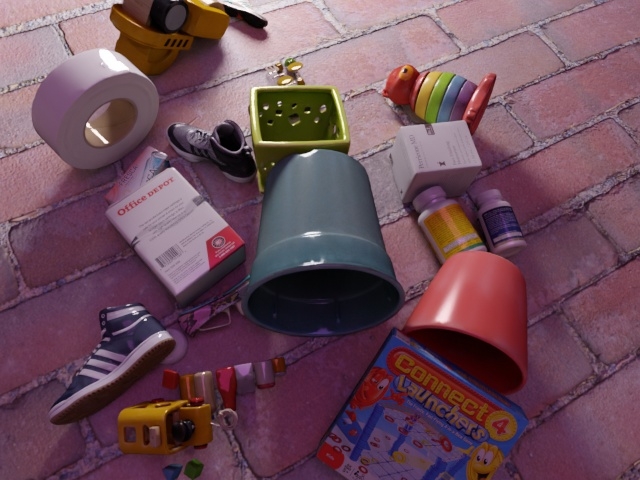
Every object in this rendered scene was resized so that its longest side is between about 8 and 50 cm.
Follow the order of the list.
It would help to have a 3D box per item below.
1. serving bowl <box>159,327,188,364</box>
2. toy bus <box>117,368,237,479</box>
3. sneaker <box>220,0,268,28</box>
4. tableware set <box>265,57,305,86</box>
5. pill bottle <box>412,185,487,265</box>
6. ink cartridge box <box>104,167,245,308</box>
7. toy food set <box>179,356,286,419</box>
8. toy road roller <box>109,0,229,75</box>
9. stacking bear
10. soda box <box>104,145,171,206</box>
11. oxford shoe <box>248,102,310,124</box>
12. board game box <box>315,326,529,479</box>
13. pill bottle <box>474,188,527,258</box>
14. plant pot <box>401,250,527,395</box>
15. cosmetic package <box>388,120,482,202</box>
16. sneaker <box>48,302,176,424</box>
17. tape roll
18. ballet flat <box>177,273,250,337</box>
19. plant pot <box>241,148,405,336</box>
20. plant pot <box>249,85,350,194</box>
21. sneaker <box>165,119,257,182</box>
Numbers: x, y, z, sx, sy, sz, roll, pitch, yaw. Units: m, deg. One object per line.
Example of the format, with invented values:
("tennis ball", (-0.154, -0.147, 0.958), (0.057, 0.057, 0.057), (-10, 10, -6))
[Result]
("serving bowl", (-0.341, 0.235, 1.157), (0.084, 0.027, 0.083), (2, 66, -5))
("toy bus", (-0.300, 0.371, 1.013), (0.191, 0.104, 0.202), (39, 102, 19))
("sneaker", (-0.227, -0.720, 1.597), (0.161, 0.057, 0.075), (24, 70, 7))
("tableware set", (-0.091, -0.482, 1.494), (0.104, 0.024, 0.154), (-27, 47, -8))
("pill bottle", (0.322, -0.031, 1.314), (0.118, 0.117, 0.208), (-21, 69, -16))
("ink cartridge box", (-0.339, -0.009, 1.222), (0.197, 0.114, 0.273), (-39, 76, -20))
("toy food set", (-0.181, 0.321, 1.096), (0.233, 0.111, 0.104), (-8, 79, -12))
("toy road roller", (-0.446, -0.610, 1.471), (0.203, 0.240, 0.329), (38, 29, 11))
("stacking bear", (0.323, -0.415, 1.473), (0.289, 0.164, 0.175), (25, 78, 16))
("soda box", (-0.459, -0.148, 1.303), (0.063, 0.058, 0.183), (27, 66, 6))
("oxford shoe", (-0.099, -0.397, 1.453), (0.227, 0.082, 0.096), (-22, 62, -19))
("board game box", (0.199, 0.388, 1.045), (0.308, 0.086, 0.301), (32, 97, 8))
("pill bottle", (0.466, -0.045, 1.352), (0.094, 0.094, 0.169), (-9, 67, -11))
("plant pot", (0.341, 0.175, 1.160), (0.275, 0.275, 0.243), (25, 55, 5))
("cosmetic package", (0.300, -0.209, 1.374), (0.184, 0.151, 0.151), (-8, 66, -11))
("sneaker", (-0.465, 0.251, 1.098), (0.282, 0.099, 0.153), (-37, 67, -15))
("tape roll", (-0.534, -0.312, 1.244), (0.100, 0.286, 0.286), (43, 67, 13))
("ballet flat", (-0.219, 0.152, 1.193), (0.222, 0.077, 0.079), (-30, 91, -14))
("plant pot", (0.000, 0.000, 1.163), (0.342, 0.341, 0.334), (2, 56, -6))
("plant pot", (-0.061, -0.239, 1.297), (0.228, 0.207, 0.227), (-2, 53, -9))
("sneaker", (-0.282, -0.260, 1.324), (0.269, 0.153, 0.101), (28, 65, 6))
